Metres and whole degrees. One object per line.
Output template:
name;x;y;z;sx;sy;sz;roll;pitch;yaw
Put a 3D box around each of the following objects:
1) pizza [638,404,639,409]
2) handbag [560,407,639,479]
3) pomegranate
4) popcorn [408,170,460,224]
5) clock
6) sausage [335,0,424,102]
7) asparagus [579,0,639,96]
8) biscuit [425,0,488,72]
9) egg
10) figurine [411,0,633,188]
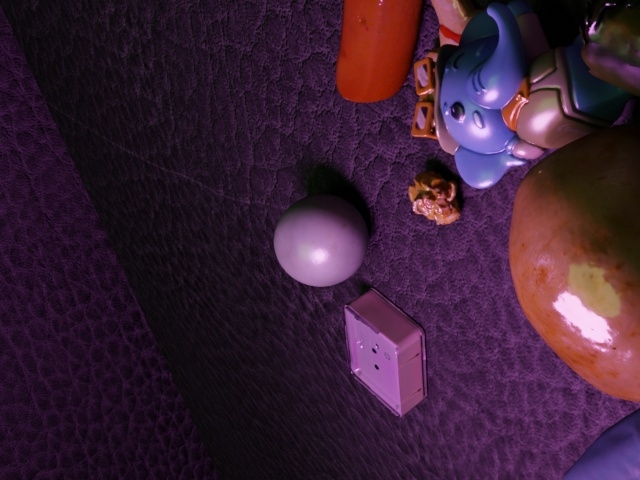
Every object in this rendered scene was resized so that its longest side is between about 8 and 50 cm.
pizza;0.472;0.268;1.600;0.160;0.036;0.099;40;144;34
handbag;0.438;0.308;1.445;0.263;0.222;0.241;52;139;11
pomegranate;0.325;0.020;1.285;0.307;0.307;0.307;43;154;28
popcorn;0.153;-0.054;1.750;0.084;0.084;0.084;43;154;28
clock;0.113;0.195;2.161;0.147;0.071;0.192;39;151;35
sausage;0.079;-0.284;1.569;0.094;0.097;0.348;53;158;27
asparagus;0.408;-0.133;1.120;0.382;0.108;0.128;35;148;37
biscuit;0.187;-0.203;1.552;0.153;0.030;0.234;43;153;31
egg;0.000;0.000;2.028;0.149;0.149;0.192;58;165;-4
figurine;0.219;-0.175;1.384;0.262;0.154;0.180;-24;96;41
